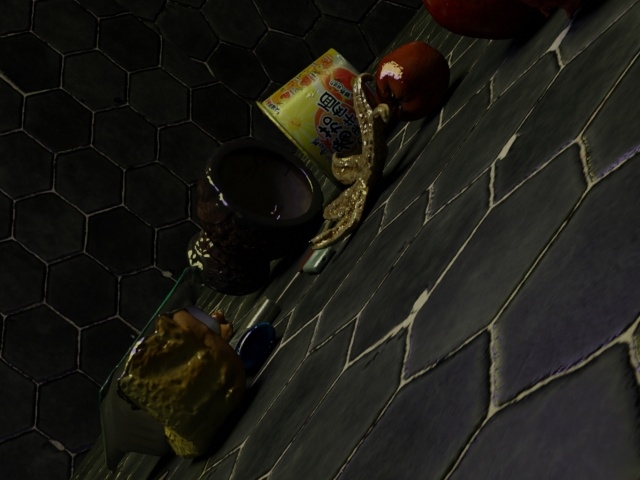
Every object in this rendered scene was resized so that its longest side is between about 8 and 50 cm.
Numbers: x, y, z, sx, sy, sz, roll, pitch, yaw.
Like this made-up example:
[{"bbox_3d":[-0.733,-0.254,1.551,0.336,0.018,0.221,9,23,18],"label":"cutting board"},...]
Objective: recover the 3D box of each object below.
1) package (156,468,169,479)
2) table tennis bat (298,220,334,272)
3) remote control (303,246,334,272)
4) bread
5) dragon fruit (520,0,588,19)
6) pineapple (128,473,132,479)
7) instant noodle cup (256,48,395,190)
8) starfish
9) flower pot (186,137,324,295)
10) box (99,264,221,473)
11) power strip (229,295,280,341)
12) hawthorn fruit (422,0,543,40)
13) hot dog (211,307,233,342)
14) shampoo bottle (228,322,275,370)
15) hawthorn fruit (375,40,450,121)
[{"bbox_3d":[-0.362,0.497,1.939,0.251,0.062,0.204,-35,13,24],"label":"package"},{"bbox_3d":[0.000,0.000,2.203,0.087,0.013,0.156,-48,10,51],"label":"table tennis bat"},{"bbox_3d":[-0.004,0.034,2.026,0.053,0.018,0.124,-55,7,-9],"label":"remote control"},{"bbox_3d":[-0.180,0.228,1.741,0.174,0.133,0.252,-52,-38,-24],"label":"bread"},{"bbox_3d":[0.266,-0.397,1.450,0.205,0.268,0.210,-41,43,47],"label":"dragon fruit"},{"bbox_3d":[-0.356,0.460,1.700,0.340,0.169,0.169,-42,10,23],"label":"pineapple"},{"bbox_3d":[0.022,-0.264,2.460,0.200,0.264,0.264,-44,8,4],"label":"instant noodle cup"},{"bbox_3d":[0.059,-0.114,2.002,0.375,0.094,0.327,115,171,-50],"label":"starfish"},{"bbox_3d":[-0.159,-0.035,2.482,0.267,0.266,0.267,-60,0,41],"label":"flower pot"},{"bbox_3d":[-0.272,0.251,2.127,0.264,0.106,0.337,94,-161,-46],"label":"box"},{"bbox_3d":[-0.161,0.214,2.083,0.268,0.034,0.092,-55,8,-17],"label":"power strip"},{"bbox_3d":[0.230,-0.397,1.760,0.266,0.210,0.230,-16,31,8],"label":"hawthorn fruit"},{"bbox_3d":[-0.272,0.257,2.461,0.269,0.072,0.109,-53,9,7],"label":"hot dog"},{"bbox_3d":[-0.125,0.181,1.943,0.087,0.050,0.183,-57,8,-15],"label":"shampoo bottle"},{"bbox_3d":[0.162,-0.283,2.052,0.138,0.133,0.133,-52,6,-28],"label":"hawthorn fruit"}]
